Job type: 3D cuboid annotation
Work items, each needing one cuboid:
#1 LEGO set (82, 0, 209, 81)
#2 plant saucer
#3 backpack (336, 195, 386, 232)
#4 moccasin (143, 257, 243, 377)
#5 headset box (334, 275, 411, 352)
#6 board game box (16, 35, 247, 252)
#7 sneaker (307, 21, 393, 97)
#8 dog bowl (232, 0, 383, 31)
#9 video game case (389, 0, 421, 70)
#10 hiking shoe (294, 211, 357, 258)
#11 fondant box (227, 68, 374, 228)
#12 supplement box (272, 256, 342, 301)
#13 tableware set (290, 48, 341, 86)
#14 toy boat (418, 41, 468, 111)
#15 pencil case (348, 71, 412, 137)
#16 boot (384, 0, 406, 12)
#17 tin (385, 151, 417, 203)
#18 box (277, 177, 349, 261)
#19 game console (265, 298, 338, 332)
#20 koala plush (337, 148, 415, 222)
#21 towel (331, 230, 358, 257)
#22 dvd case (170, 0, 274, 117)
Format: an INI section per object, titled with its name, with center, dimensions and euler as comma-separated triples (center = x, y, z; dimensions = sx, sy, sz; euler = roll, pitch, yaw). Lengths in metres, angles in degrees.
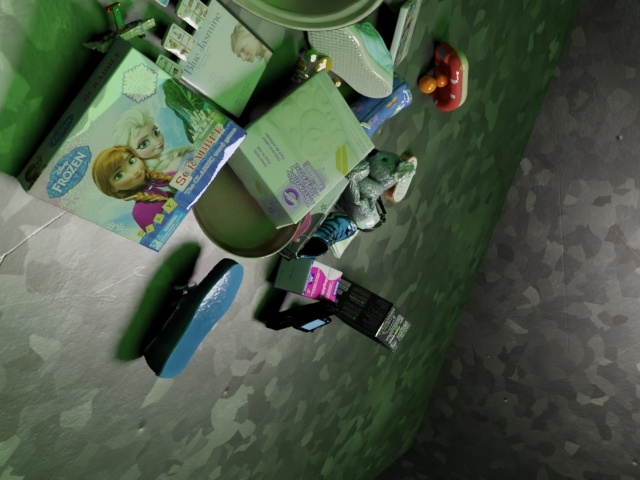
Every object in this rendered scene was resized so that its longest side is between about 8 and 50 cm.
[LEGO set]
center = -0.325, -0.406, 1.211
dimensions = 0.244, 0.060, 0.182
euler = 17, 97, -64
[plant saucer]
center = -0.178, -0.108, 1.555
dimensions = 0.311, 0.050, 0.310
euler = 5, 81, -35
[backpack]
center = 0.115, -0.117, 2.054
dimensions = 0.115, 0.152, 0.182
euler = -46, 141, -20
[moccasin]
center = -0.331, 0.176, 1.628
dimensions = 0.342, 0.117, 0.137
euler = -53, 149, -8
[headset box]
center = 0.171, 0.268, 2.358
dimensions = 0.131, 0.246, 0.283
euler = -58, 152, -8
[board game box]
center = -0.345, -0.165, 1.252
dimensions = 0.318, 0.066, 0.318
euler = -53, 140, 5
[sneaker]
center = 0.081, -0.518, 1.705
dimensions = 0.366, 0.135, 0.150
euler = 34, 56, -56
[dog bowl]
center = -0.044, -0.580, 1.175
dimensions = 0.408, 0.408, 0.150
euler = 61, 41, -56
[video game case]
center = 0.239, -0.597, 1.874
dimensions = 0.183, 0.023, 0.201
euler = -56, 165, -49
[hiking shoe]
center = 0.000, 0.000, 1.919
dimensions = 0.304, 0.132, 0.113
euler = -13, 130, -35
[fondant box]
center = -0.048, -0.223, 1.573
dimensions = 0.330, 0.096, 0.238
euler = -46, 109, -29
[supplement box]
center = -0.036, 0.119, 2.023
dimensions = 0.220, 0.114, 0.111
euler = 26, 78, -62
[tableware set]
center = -0.005, -0.428, 1.681
dimensions = 0.104, 0.024, 0.154
euler = -46, 142, 20
[toy boat]
center = 0.397, -0.532, 2.171
dimensions = 0.151, 0.151, 0.231
euler = -20, 139, -8
[pencil case]
center = 0.145, -0.371, 1.891
dimensions = 0.306, 0.133, 0.119
euler = -44, 106, -30
[boot]
center = 0.158, -0.665, 1.733
dimensions = 0.189, 0.076, 0.208
euler = -60, 158, 1
[tin]
center = 0.292, -0.222, 2.343
dimensions = 0.106, 0.040, 0.189
euler = -6, 119, -61
[box]
center = -0.063, -0.093, 1.720
dimensions = 0.247, 0.163, 0.142
euler = -54, -179, -13
[game console]
center = -0.032, 0.255, 2.120
dimensions = 0.213, 0.044, 0.361
euler = -17, 164, 10
[koala plush]
center = 0.150, -0.184, 1.900
dimensions = 0.221, 0.196, 0.203
euler = -30, 114, -17
[towel]
center = 0.087, -0.023, 2.202
dimensions = 0.152, 0.023, 0.113
euler = -52, 150, -17
[dvd case]
center = -0.210, -0.394, 1.423
dimensions = 0.180, 0.022, 0.253
euler = -62, 150, 1
